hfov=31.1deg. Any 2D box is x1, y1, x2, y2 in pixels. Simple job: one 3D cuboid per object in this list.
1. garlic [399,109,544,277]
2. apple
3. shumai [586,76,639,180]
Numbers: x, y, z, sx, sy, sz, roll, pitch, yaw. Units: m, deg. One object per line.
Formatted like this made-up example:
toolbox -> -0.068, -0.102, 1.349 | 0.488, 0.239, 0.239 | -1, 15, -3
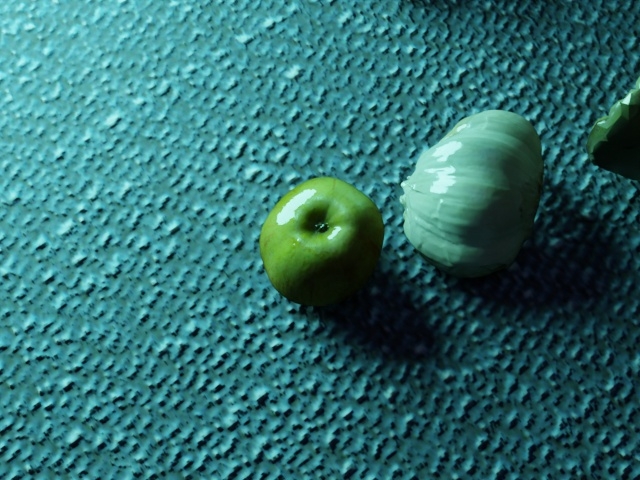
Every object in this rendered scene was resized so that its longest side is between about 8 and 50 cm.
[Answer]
garlic -> 0.101, -0.032, 0.752 | 0.094, 0.074, 0.113 | 14, 82, 0
apple -> 0.000, 0.000, 0.744 | 0.084, 0.071, 0.084 | -2, 65, 5
shumai -> 0.310, -0.059, 0.687 | 0.262, 0.314, 0.267 | -19, 22, 32
